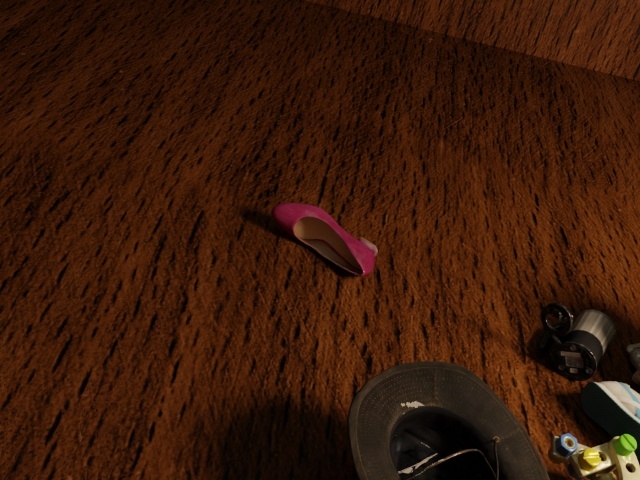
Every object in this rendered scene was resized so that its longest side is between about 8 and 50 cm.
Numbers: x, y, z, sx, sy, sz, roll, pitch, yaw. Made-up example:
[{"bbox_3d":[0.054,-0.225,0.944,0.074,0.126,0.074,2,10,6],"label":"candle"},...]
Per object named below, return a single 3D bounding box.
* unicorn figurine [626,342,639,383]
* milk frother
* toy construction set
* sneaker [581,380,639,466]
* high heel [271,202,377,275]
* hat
[{"bbox_3d":[0.637,0.248,1.762,0.111,0.060,0.162,7,17,-11],"label":"unicorn figurine"},{"bbox_3d":[0.488,0.167,1.740,0.129,0.143,0.135,20,34,23],"label":"milk frother"},{"bbox_3d":[0.536,0.376,1.413,0.328,0.151,0.215,-9,53,-8],"label":"toy construction set"},{"bbox_3d":[0.552,0.325,1.576,0.092,0.087,0.228,-1,37,-26],"label":"sneaker"},{"bbox_3d":[0.000,0.000,1.873,0.244,0.082,0.117,30,24,2],"label":"high heel"},{"bbox_3d":[0.172,0.347,1.351,0.332,0.134,0.331,11,50,-13],"label":"hat"}]
